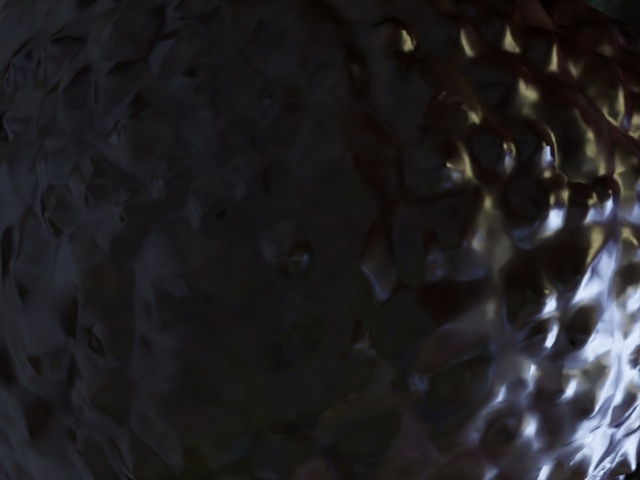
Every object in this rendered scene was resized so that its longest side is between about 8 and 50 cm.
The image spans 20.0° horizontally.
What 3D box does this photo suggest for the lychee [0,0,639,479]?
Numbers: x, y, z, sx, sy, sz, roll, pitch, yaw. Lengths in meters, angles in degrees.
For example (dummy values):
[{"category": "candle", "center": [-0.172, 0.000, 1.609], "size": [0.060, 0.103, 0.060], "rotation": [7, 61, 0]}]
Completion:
[{"category": "lychee", "center": [0.000, 0.000, 0.583], "size": [0.260, 0.260, 0.260], "rotation": [5, -74, 19]}]
